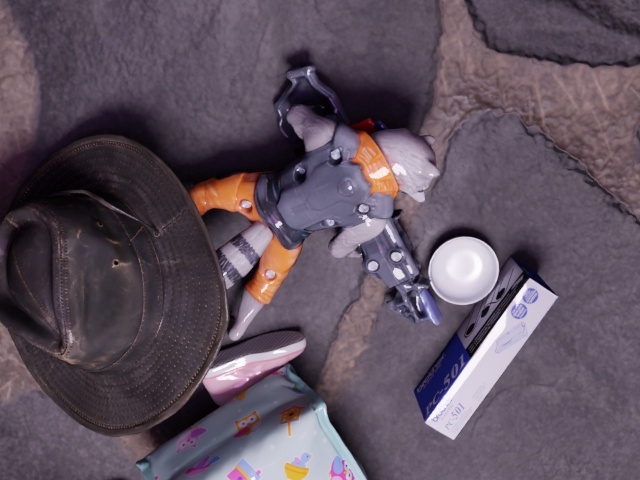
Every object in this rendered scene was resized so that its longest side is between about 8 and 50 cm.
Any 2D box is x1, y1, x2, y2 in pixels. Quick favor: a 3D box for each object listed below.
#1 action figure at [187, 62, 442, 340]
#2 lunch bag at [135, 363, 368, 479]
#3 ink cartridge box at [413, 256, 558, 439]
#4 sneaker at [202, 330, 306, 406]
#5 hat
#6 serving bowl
[{"bbox_3d":[0.000,0.000,1.277,0.330,0.178,0.341,-34,101,15],"label":"action figure"},{"bbox_3d":[-0.051,0.313,1.332,0.223,0.160,0.262,-33,118,-11],"label":"lunch bag"},{"bbox_3d":[0.190,0.125,1.356,0.046,0.097,0.207,32,100,-11],"label":"ink cartridge box"},{"bbox_3d":[-0.074,0.156,1.373,0.134,0.051,0.070,-19,112,0],"label":"sneaker"},{"bbox_3d":[-0.260,0.046,1.210,0.331,0.134,0.331,-1,89,29],"label":"hat"},{"bbox_3d":[0.168,0.033,1.367,0.083,0.027,0.083,-1,104,-3],"label":"serving bowl"}]
